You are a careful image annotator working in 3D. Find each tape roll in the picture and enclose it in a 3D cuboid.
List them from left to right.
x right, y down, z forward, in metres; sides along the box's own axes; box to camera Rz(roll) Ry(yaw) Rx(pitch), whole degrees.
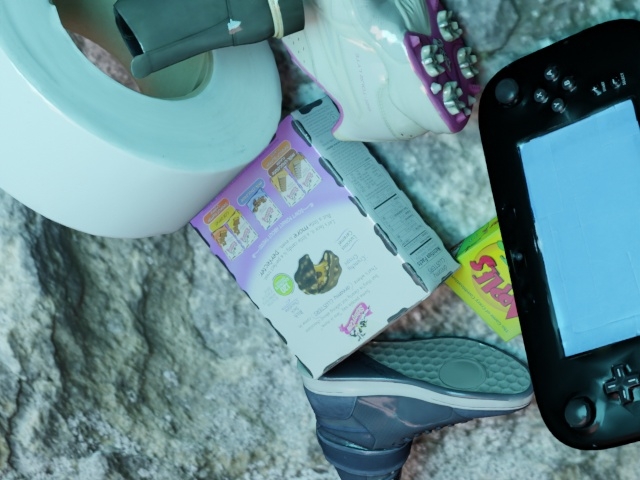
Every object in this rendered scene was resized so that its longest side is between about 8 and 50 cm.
[{"bbox_3d":[-0.172,-0.145,1.030,0.286,0.286,0.100,43,128,-8],"label":"tape roll"}]

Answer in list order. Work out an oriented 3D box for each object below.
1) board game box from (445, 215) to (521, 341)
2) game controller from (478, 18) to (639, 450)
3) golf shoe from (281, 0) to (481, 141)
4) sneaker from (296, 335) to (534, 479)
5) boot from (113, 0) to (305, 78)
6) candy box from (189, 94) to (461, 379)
[{"bbox_3d":[0.198,0.005,1.124,0.092,0.043,0.181,44,127,-9],"label":"board game box"},{"bbox_3d":[0.217,-0.007,0.984,0.166,0.067,0.319,-26,66,41],"label":"game controller"},{"bbox_3d":[0.005,-0.204,1.028,0.140,0.115,0.306,-16,112,36],"label":"golf shoe"},{"bbox_3d":[0.099,0.177,1.254,0.226,0.086,0.163,3,124,19],"label":"sneaker"},{"bbox_3d":[-0.113,-0.215,0.998,0.137,0.198,0.077,-22,141,-13],"label":"boot"},{"bbox_3d":[0.000,0.000,1.162,0.165,0.070,0.196,-40,87,37],"label":"candy box"}]
